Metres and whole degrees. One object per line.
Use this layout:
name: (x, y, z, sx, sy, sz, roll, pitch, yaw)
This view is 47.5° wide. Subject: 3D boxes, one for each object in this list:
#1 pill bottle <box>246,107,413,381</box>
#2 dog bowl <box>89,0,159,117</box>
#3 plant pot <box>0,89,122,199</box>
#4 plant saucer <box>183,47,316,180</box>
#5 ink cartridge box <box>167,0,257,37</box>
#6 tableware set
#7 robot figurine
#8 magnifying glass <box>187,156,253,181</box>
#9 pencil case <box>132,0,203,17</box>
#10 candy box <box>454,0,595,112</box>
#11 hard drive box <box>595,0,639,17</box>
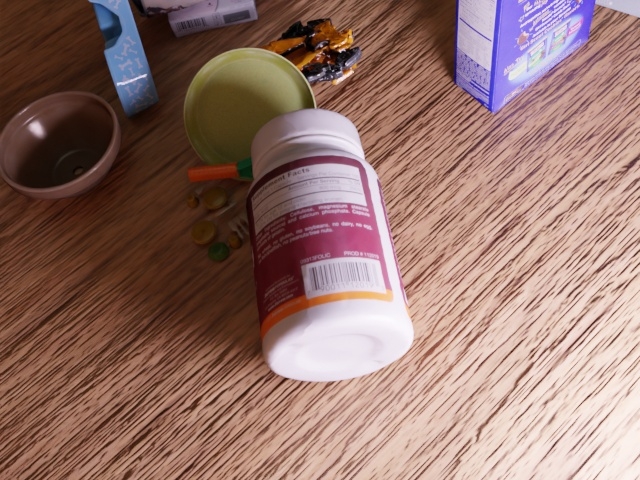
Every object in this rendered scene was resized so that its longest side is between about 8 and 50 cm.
pill bottle: (0.000, 0.000, 1.143, 0.223, 0.224, 0.393, -11, 58, 2)
dog bowl: (-0.394, -0.392, 1.450, 0.074, 0.166, 0.297, -18, 76, -9)
plant pot: (-0.480, -0.160, 1.378, 0.237, 0.110, 0.238, -4, 58, 6)
plant saucer: (-0.127, -0.229, 1.329, 0.240, 0.241, 0.037, -13, 20, 0)
ink cartridge box: (-0.250, -0.566, 1.621, 0.188, 0.066, 0.233, -13, 62, 1)
tableware set: (-0.192, -0.035, 1.313, 0.104, 0.024, 0.154, -36, 62, -9)
robot figurine: (-0.062, -0.334, 1.424, 0.290, 0.085, 0.211, -26, 48, -7)
magnifying glass: (-0.124, -0.132, 1.315, 0.230, 0.092, 0.026, -7, 56, 4)
pencil case: (-0.214, -0.603, 1.503, 0.410, 0.184, 0.160, -20, 54, -5)
candy box: (0.369, -0.429, 1.289, 0.268, 0.317, 0.122, -37, 61, -14)
hard drive box: (0.661, -0.535, 1.443, 0.232, 0.089, 0.181, 28, 67, 23)
